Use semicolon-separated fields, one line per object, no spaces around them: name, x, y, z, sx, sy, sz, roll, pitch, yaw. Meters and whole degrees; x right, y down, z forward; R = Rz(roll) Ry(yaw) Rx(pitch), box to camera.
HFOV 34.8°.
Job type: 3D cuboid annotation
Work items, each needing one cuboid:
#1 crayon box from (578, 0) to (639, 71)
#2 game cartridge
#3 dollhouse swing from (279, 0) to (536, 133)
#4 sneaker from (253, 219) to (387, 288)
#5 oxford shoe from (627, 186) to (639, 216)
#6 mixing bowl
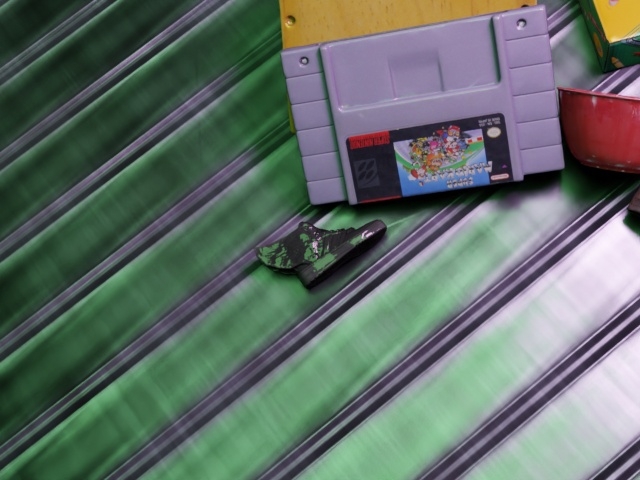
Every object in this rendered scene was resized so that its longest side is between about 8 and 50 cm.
crayon box;0.453;-0.395;1.479;0.165;0.081;0.278;-14;66;4
game cartridge;0.139;-0.175;1.383;0.355;0.068;0.230;-8;103;12
dollhouse swing;0.139;-0.330;1.522;0.347;0.305;0.315;-1;109;9
sneaker;0.001;0.001;1.415;0.170;0.051;0.089;-36;71;-2
oxford shoe;0.511;0.018;1.306;0.098;0.097;0.271;-44;60;10
mixing bowl;0.397;-0.144;1.355;0.182;0.181;0.098;9;101;14
